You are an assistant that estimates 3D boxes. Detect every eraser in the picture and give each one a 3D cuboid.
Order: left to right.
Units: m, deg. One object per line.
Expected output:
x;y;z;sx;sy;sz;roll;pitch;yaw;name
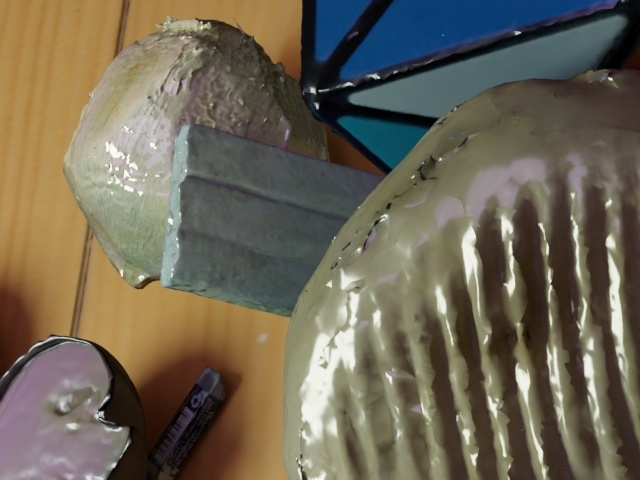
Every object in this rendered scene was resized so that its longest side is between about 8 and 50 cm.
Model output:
-0.099;0.140;1.284;0.099;0.019;0.027;-57;35;-2;eraser

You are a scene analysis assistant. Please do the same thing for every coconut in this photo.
-0.094;-0.051;1.273;0.194;0.194;0.194;-16;60;29;coconut

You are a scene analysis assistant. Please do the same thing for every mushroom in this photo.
-0.184;0.168;1.268;0.141;0.117;0.188;16;82;24;mushroom

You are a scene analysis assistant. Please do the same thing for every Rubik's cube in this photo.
0.151;-0.165;1.102;0.246;0.250;0.248;-14;59;30;Rubik's cube

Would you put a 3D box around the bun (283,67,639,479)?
0.159;0.074;0.986;0.362;0.234;0.326;-39;82;17;bun

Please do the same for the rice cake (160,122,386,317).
0.000;0.000;1.178;0.038;0.211;0.124;143;134;-70;rice cake
